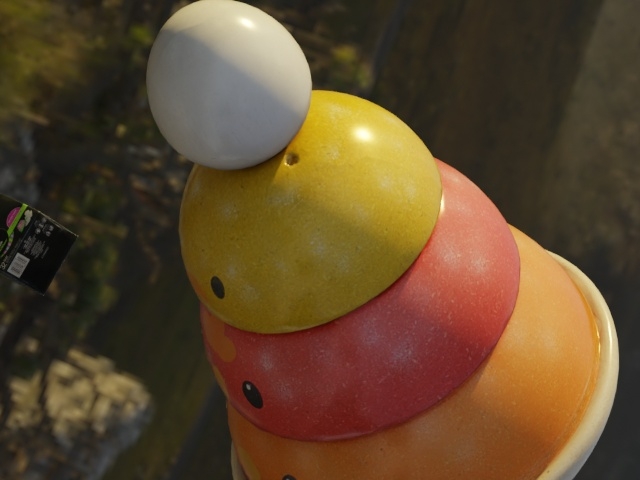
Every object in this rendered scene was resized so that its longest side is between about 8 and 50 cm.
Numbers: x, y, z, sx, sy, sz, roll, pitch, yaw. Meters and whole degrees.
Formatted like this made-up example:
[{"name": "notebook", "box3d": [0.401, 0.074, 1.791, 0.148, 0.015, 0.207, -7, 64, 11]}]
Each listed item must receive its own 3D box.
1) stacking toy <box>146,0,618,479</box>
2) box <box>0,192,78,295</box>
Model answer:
[{"name": "stacking toy", "box3d": [0.000, 0.000, 1.411, 0.350, 0.351, 0.480, -59, 134, -31]}, {"name": "box", "box3d": [-0.262, 0.000, 1.551, 0.052, 0.083, 0.062, 36, 80, -44]}]
